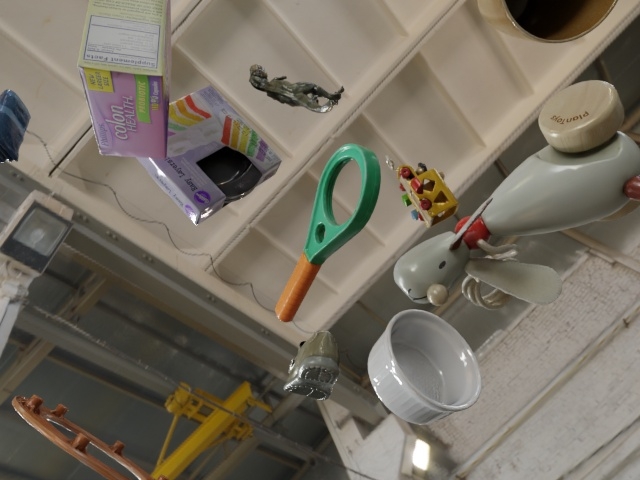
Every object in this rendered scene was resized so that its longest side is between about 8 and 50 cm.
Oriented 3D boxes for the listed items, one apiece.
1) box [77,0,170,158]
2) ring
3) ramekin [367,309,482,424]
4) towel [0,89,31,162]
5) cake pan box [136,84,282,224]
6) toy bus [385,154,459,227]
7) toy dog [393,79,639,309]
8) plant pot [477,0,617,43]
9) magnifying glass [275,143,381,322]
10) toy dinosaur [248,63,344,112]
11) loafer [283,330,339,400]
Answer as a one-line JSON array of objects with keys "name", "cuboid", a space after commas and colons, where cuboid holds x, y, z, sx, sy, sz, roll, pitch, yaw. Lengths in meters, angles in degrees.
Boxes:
[{"name": "box", "cuboid": [-0.324, -0.305, 0.818, 0.117, 0.242, 0.213, 2, -27, -15]}, {"name": "ring", "cuboid": [-0.389, 0.367, 0.837, 0.336, 0.337, 0.032, 52, -122, -32]}, {"name": "ramekin", "cuboid": [0.257, 0.327, 1.205, 0.277, 0.277, 0.135, 12, -46, -25]}, {"name": "towel", "cuboid": [-0.522, -0.192, 0.792, 0.029, 0.119, 0.067, -4, -34, -3]}, {"name": "cake pan box", "cuboid": [-0.254, -0.192, 1.041, 0.246, 0.070, 0.267, -38, -97, -32]}, {"name": "toy bus", "cuboid": [0.274, -0.138, 1.222, 0.104, 0.191, 0.202, -28, -63, 0]}, {"name": "toy dog", "cuboid": [0.256, -0.014, 0.553, 0.220, 0.161, 0.333, 22, -66, -22]}, {"name": "plant pot", "cuboid": [0.426, -0.518, 0.958, 0.237, 0.254, 0.237, -1, -71, -4]}, {"name": "magnifying glass", "cuboid": [0.000, 0.000, 0.525, 0.026, 0.092, 0.230, 7, -56, -29]}, {"name": "toy dinosaur", "cuboid": [-0.030, -0.272, 0.885, 0.118, 0.268, 0.064, -8, -61, -43]}, {"name": "loafer", "cuboid": [-0.009, 0.246, 0.917, 0.095, 0.087, 0.251, 17, -32, -7]}]
